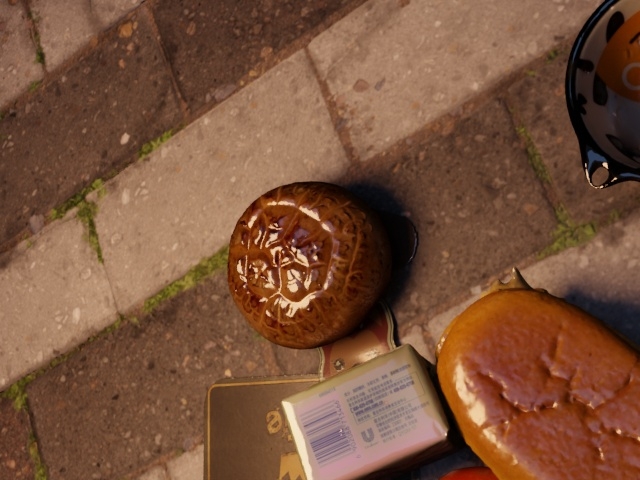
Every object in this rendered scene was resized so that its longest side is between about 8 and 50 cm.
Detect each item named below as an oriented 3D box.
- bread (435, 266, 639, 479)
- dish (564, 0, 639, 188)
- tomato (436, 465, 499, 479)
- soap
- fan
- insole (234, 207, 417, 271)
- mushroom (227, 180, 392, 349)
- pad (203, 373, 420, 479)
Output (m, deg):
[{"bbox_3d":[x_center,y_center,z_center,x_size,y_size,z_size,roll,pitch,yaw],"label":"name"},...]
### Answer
[{"bbox_3d":[0.313,0.218,1.328,0.388,0.183,0.236,36,97,31],"label":"bread"},{"bbox_3d":[0.451,-0.186,1.358,0.303,0.120,0.303,-7,77,30],"label":"dish"},{"bbox_3d":[0.209,0.379,1.387,0.195,0.136,0.195,-5,79,28],"label":"tomato"},{"bbox_3d":[0.072,0.243,1.444,0.199,0.182,0.138,-25,70,7],"label":"soap"},{"bbox_3d":[0.056,0.190,1.576,0.132,0.009,0.220,-18,66,23],"label":"fan"},{"bbox_3d":[0.000,0.000,1.665,0.328,0.007,0.111,5,82,32],"label":"insole"},{"bbox_3d":[-0.023,0.035,1.583,0.253,0.153,0.253,-2,84,26],"label":"mushroom"},{"bbox_3d":[-0.036,0.282,1.599,0.375,0.063,0.315,-8,76,29],"label":"pad"}]
